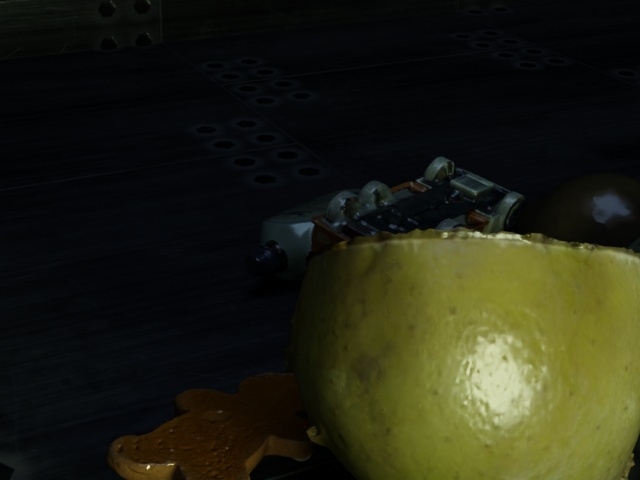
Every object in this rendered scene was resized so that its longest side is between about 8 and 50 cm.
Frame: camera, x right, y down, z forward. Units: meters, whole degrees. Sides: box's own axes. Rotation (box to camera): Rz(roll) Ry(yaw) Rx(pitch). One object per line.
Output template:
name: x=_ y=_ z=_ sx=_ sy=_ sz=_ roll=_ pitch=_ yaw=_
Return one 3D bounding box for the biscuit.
biscuit: x=-0.102 y=0.241 z=1.333 sx=0.205 sy=0.049 sz=0.324 roll=12 pitch=21 yaw=22

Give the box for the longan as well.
longan: x=0.420 y=0.015 z=1.628 sx=0.258 sy=0.258 sz=0.258 roll=2 pitch=26 yaw=-1

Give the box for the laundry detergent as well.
laundry detergent: x=0.000 y=0.000 z=1.765 sx=0.215 sy=0.105 sz=0.280 roll=10 pitch=23 yaw=40

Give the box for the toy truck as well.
toy truck: x=0.149 y=0.018 z=1.646 sx=0.173 sy=0.207 sz=0.387 roll=30 pitch=32 yaw=30

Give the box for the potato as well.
potato: x=0.165 y=0.172 z=1.200 sx=0.442 sy=0.319 sz=0.385 roll=11 pitch=-17 yaw=-35

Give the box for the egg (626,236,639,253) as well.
egg: x=0.555 y=0.119 z=1.316 sx=0.345 sy=0.345 sz=0.428 roll=-21 pitch=32 yaw=-39
